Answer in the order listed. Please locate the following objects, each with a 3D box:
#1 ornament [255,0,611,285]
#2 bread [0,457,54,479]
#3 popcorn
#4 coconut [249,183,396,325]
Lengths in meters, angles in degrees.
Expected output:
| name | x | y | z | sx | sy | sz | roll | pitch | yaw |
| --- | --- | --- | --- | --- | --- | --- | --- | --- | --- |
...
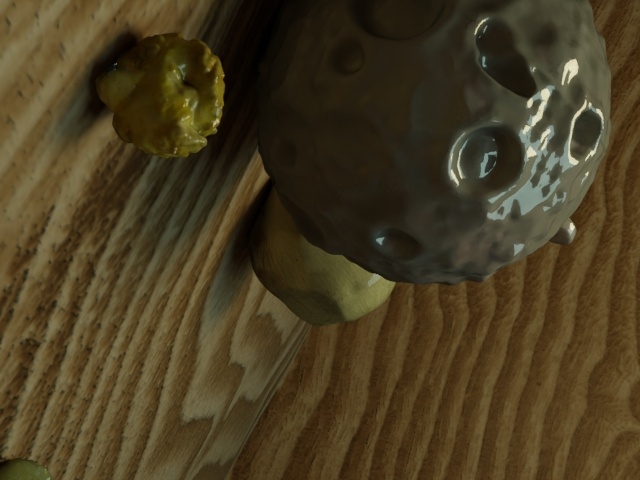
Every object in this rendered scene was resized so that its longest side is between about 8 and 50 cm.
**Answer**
| name | x | y | z | sx | sy | sz | roll | pitch | yaw |
| --- | --- | --- | --- | --- | --- | --- | --- | --- | --- |
| ornament | 0.101 | -0.129 | 0.763 | 0.337 | 0.337 | 0.337 | -60 | 172 | -15 |
| bread | -0.308 | 0.325 | 0.703 | 0.207 | 0.056 | 0.286 | -56 | 169 | -47 |
| popcorn | -0.104 | -0.091 | 0.536 | 0.084 | 0.084 | 0.084 | -60 | 172 | -15 |
| coconut | 0.000 | 0.000 | 1.087 | 0.224 | 0.224 | 0.224 | -60 | 172 | -15 |
